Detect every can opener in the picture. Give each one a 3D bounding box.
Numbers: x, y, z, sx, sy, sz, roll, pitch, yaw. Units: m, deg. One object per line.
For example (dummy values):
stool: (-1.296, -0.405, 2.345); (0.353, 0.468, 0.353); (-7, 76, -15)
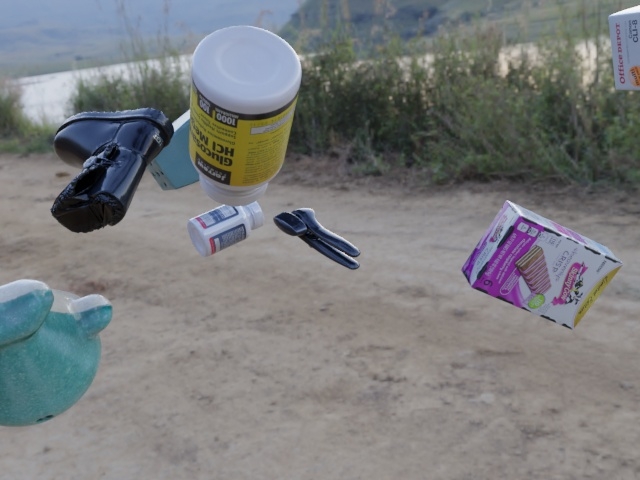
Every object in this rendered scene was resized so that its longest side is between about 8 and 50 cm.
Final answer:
can opener: (0.000, 0.000, 1.220); (0.073, 0.059, 0.186); (-34, 50, -31)

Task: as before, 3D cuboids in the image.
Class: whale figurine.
whale figurine: (-0.331, 0.128, 0.786); (0.216, 0.141, 0.272); (-17, -14, -22)

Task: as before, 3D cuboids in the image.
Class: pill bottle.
pill bottle: (-0.150, -0.213, 1.321); (0.188, 0.334, 0.187); (5, 57, -8)
pill bottle: (-0.243, -0.039, 1.838); (0.180, 0.107, 0.108); (-26, 23, -25)

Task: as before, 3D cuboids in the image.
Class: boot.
boot: (-0.363, -0.106, 1.099); (0.247, 0.094, 0.207); (-4, 45, 28)

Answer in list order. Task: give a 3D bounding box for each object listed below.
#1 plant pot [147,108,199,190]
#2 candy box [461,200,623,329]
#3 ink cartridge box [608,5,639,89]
plant pot: (-0.335, -0.239, 1.860); (0.234, 0.165, 0.166); (-42, 21, -24)
candy box: (0.397, 0.048, 1.276); (0.234, 0.159, 0.071); (21, 23, -17)
ink cartridge box: (0.567, -0.310, 1.109); (0.127, 0.128, 0.176); (-21, 19, -21)
